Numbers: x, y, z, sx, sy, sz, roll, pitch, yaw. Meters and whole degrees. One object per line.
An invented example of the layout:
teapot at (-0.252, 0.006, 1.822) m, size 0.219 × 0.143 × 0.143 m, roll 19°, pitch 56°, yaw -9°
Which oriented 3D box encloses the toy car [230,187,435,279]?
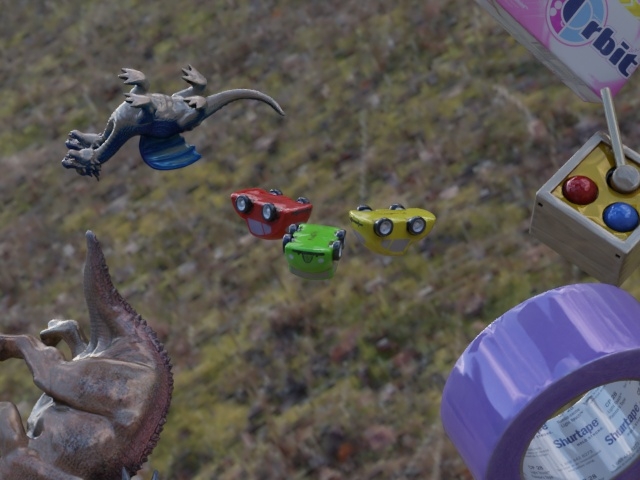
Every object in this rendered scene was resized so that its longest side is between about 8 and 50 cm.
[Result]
toy car at (0.000, 0.000, 1.452) m, size 0.239 × 0.053 × 0.225 m, roll 7°, pitch 16°, yaw 8°

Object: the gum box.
gum box at (0.265, -0.237, 1.386) m, size 0.107 × 0.188 × 0.062 m, roll -51°, pitch 16°, yaw -2°

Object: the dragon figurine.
dragon figurine at (-0.204, -0.154, 1.771) m, size 0.289 × 0.144 × 0.085 m, roll -6°, pitch 51°, yaw -20°

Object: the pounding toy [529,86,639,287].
pounding toy at (0.293, -0.054, 1.338) m, size 0.130 × 0.100 × 0.141 m, roll 36°, pitch 64°, yaw 23°

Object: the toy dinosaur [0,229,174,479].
toy dinosaur at (-0.170, 0.153, 1.011) m, size 0.200 × 0.127 × 0.295 m, roll 14°, pitch 75°, yaw 22°

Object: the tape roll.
tape roll at (0.195, 0.130, 1.038) m, size 0.189 × 0.189 × 0.080 m, roll -30°, pitch 44°, yaw -2°
